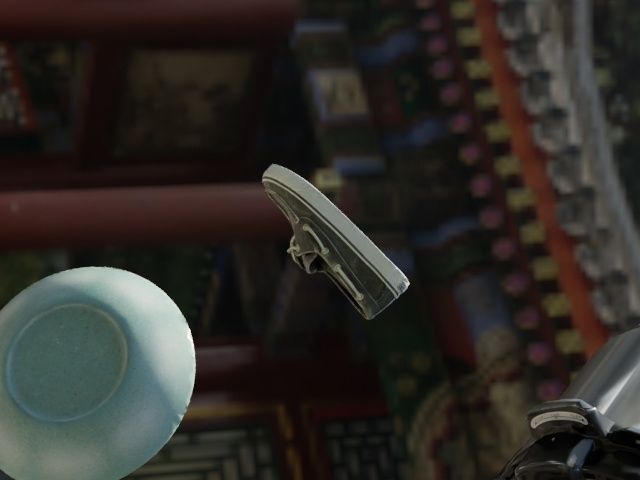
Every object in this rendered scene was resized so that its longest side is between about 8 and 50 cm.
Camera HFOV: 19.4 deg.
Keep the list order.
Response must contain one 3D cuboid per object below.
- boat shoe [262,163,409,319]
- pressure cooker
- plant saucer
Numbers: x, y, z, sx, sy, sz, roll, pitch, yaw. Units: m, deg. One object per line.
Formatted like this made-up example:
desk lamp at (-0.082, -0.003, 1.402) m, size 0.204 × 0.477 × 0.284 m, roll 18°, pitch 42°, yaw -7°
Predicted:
boat shoe at (0.000, 0.000, 2.079) m, size 0.219 × 0.070 × 0.078 m, roll 43°, pitch -9°, yaw 25°
pressure cooker at (0.390, 0.329, 2.184) m, size 0.420 × 0.370 × 0.375 m, roll -45°, pitch 160°, yaw -45°
plant saucer at (-0.199, 0.103, 1.500) m, size 0.037 × 0.195 × 0.195 m, roll 63°, pitch 14°, yaw -62°
